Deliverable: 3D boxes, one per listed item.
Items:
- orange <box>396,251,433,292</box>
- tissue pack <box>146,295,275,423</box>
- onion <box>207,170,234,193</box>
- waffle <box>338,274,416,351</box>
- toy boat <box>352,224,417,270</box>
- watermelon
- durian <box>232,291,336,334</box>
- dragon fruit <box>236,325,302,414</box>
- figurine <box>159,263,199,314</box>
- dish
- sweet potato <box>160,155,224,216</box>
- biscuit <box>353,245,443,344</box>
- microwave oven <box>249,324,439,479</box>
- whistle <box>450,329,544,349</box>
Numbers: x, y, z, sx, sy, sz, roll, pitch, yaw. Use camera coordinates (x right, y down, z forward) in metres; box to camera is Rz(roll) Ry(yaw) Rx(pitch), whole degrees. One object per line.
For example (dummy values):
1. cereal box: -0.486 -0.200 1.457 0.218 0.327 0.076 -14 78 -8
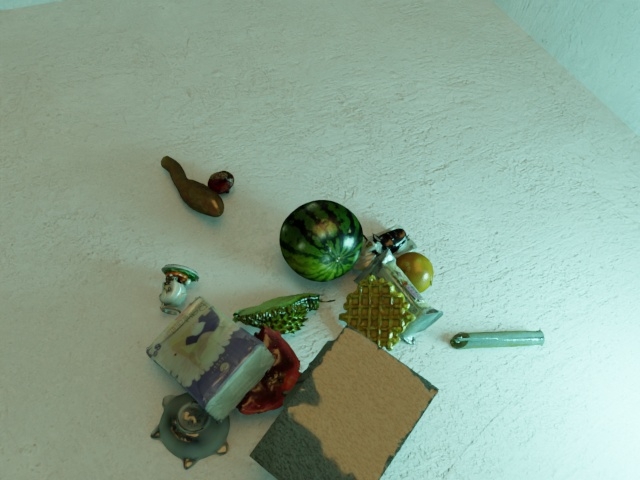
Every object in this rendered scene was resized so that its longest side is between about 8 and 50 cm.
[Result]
1. orange: 0.328 0.118 2.045 0.134 0.155 0.154 17 39 -50
2. tissue pack: -0.329 0.337 1.697 0.344 0.125 0.242 27 67 42
3. onion: -0.377 -0.219 2.206 0.107 0.097 0.107 -21 28 11
4. waffle: 0.179 0.250 1.902 0.238 0.059 0.243 -44 63 9
5. toy boat: 0.223 0.023 2.102 0.269 0.140 0.140 -15 58 -33
6. watermelon: 0.000 0.000 1.982 0.285 0.285 0.285 4 54 -6
7. durian: -0.121 0.242 1.893 0.375 0.106 0.132 -8 16 -33
8. dragon fruit: -0.141 0.422 1.770 0.212 0.134 0.262 21 69 -8
9. figurine: -0.475 0.170 1.902 0.132 0.132 0.153 11 66 -2
10. dish: -0.369 0.531 1.668 0.236 0.086 0.228 16 54 3
11. sweet potato: -0.480 -0.188 2.160 0.109 0.109 0.385 -33 54 -28
12. biscuit: 0.261 0.187 1.964 0.079 0.186 0.309 -5 49 -50
13. microwave oven: 0.064 0.504 1.596 0.374 0.236 0.432 33 74 16
14. whistle: 0.606 0.337 1.976 0.326 0.068 0.057 0 64 -10
